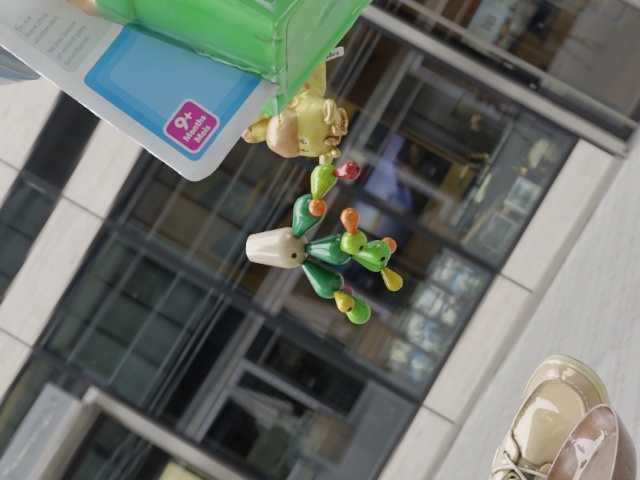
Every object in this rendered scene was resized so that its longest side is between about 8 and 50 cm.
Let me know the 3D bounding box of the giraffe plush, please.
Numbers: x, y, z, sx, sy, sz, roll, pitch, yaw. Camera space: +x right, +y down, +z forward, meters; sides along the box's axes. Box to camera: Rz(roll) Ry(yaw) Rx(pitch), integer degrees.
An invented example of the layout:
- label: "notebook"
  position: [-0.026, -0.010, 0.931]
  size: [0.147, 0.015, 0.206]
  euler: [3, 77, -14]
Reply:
- label: "giraffe plush"
  position: [-0.033, -0.187, 1.440]
  size: [0.210, 0.170, 0.181]
  euler: [-29, -34, 10]

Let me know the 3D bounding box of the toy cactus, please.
- label: "toy cactus"
  position: [0.000, 0.000, 1.155]
  size: [0.112, 0.180, 0.219]
  euler: [-66, -33, -43]

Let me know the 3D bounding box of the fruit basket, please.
- label: "fruit basket"
  position: [-0.109, -0.254, 0.564]
  size: [0.327, 0.353, 0.165]
  euler: [-52, -4, -17]

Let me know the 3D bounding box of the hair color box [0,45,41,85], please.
- label: "hair color box"
  position: [-0.264, -0.310, 0.741]
  size: [0.113, 0.185, 0.374]
  euler: [20, -103, -44]

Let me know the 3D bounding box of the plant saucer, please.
- label: "plant saucer"
  position: [0.201, 0.209, 0.742]
  size: [0.168, 0.029, 0.168]
  euler: [23, -90, -88]

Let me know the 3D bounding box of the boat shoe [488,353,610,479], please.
- label: "boat shoe"
  position: [0.273, 0.300, 1.205]
  size: [0.110, 0.121, 0.341]
  euler: [-27, -47, -44]
